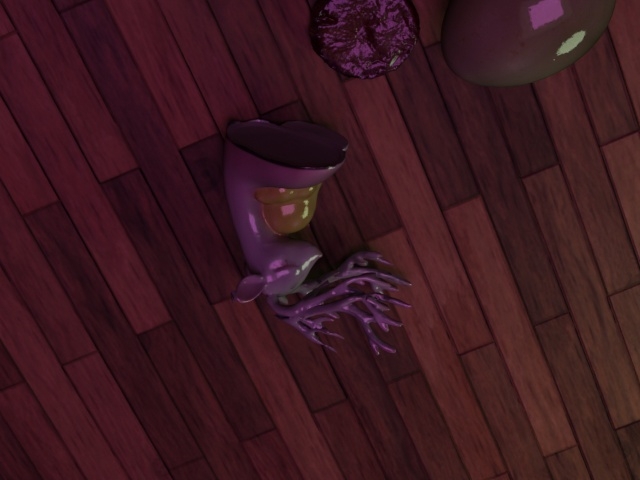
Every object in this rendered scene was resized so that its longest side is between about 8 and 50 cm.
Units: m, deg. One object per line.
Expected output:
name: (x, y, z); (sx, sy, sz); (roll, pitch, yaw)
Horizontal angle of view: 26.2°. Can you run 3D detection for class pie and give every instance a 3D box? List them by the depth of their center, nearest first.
pie: (0.061, -0.293, 1.890); (0.154, 0.036, 0.154); (-3, 117, -5)

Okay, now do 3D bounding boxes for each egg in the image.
egg: (0.272, -0.305, 1.824); (0.253, 0.188, 0.188); (-38, 115, 22)

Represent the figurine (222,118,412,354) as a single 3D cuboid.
figurine: (-0.006, 0.007, 1.952); (0.284, 0.206, 0.316); (5, 121, 3)
